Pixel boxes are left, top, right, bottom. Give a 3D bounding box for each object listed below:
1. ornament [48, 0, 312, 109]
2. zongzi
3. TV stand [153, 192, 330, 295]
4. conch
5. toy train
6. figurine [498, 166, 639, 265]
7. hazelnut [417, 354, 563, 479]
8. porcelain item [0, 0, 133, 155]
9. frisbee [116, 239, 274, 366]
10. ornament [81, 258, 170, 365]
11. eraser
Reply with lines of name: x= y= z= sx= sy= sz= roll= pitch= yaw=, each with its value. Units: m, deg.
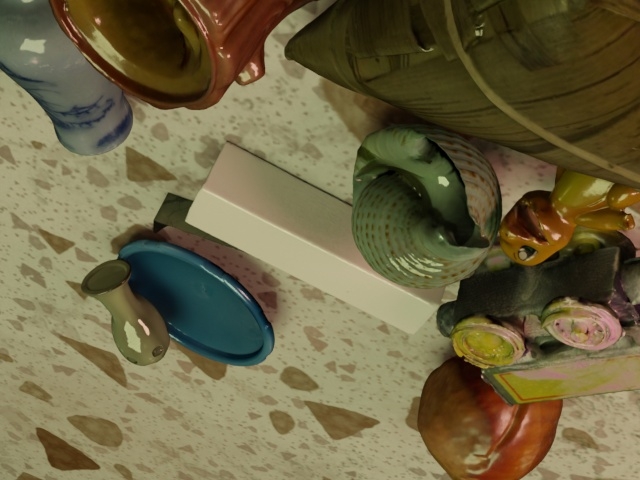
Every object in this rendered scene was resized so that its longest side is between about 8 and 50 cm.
ornament: x=-0.094 y=-0.232 z=0.931 sx=0.235 sy=0.217 sz=0.221 roll=2 pitch=137 yaw=41
zongzi: x=0.270 y=-0.113 z=0.996 sx=0.500 sy=0.218 sz=0.467 roll=31 pitch=165 yaw=-23
TV stand: x=-0.075 y=0.009 z=1.388 sx=0.257 sy=0.049 sz=0.040 roll=19 pitch=144 yaw=5
conch: x=0.121 y=-0.033 z=1.160 sx=0.200 sy=0.131 sz=0.172 roll=12 pitch=105 yaw=45
toy train: x=0.261 y=0.087 z=1.241 sx=0.261 sy=0.134 sz=0.177 roll=-14 pitch=130 yaw=39
figurine: x=0.253 y=-0.037 z=1.111 sx=0.176 sy=0.121 sz=0.122 roll=-36 pitch=154 yaw=21
hazelnut: x=0.209 y=0.226 z=1.415 sx=0.182 sy=0.182 sz=0.182 roll=14 pitch=142 yaw=11
porcelain item: x=-0.262 y=-0.195 z=1.168 sx=0.141 sy=0.141 sz=0.259 roll=11 pitch=150 yaw=15
frisbee: x=-0.162 y=0.077 z=1.516 sx=0.242 sy=0.045 sz=0.242 roll=22 pitch=148 yaw=15
ornament: x=-0.251 y=0.099 z=1.523 sx=0.075 sy=0.081 sz=0.156 roll=-19 pitch=129 yaw=8
eraser: x=0.000 y=-0.001 z=1.314 sx=0.298 sy=0.078 sz=0.076 roll=27 pitch=143 yaw=-7
